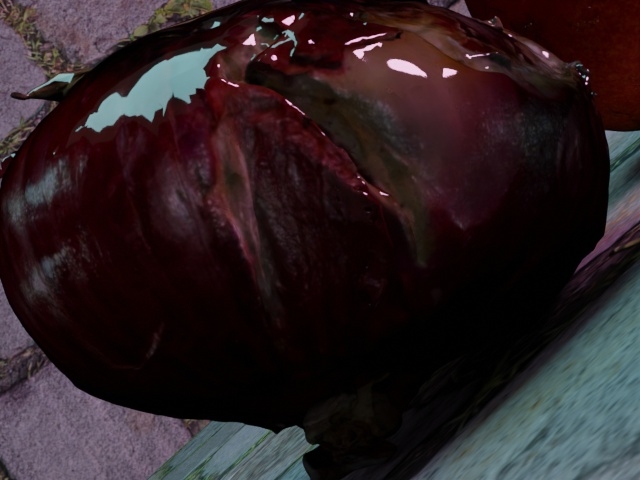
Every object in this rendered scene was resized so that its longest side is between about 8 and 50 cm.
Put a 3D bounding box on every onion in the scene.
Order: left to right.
[{"bbox_3d":[0.000,0.000,0.650,0.314,0.232,0.314,-17,-8,-3],"label":"onion"}]

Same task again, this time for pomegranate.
[{"bbox_3d":[0.201,-0.172,0.824,0.235,0.210,0.210,8,-40,-45],"label":"pomegranate"}]
